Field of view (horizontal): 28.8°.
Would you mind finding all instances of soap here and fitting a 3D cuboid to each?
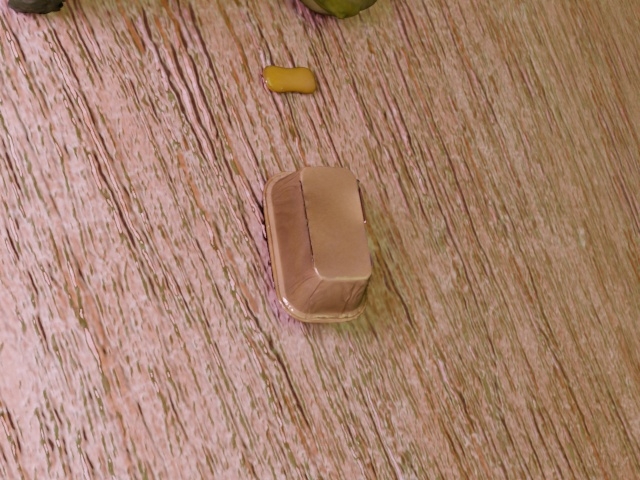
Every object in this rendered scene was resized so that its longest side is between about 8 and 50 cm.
[{"bbox_3d":[-0.035,-0.185,1.432,0.089,0.012,0.034,-5,78,-50],"label":"soap"}]

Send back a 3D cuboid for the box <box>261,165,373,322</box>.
[{"bbox_3d":[0.000,0.000,1.334,0.111,0.111,0.177,15,59,-46],"label":"box"}]

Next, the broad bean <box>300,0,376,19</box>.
[{"bbox_3d":[0.026,-0.335,1.513,0.124,0.082,0.174,58,41,-11],"label":"broad bean"}]

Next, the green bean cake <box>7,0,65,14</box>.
[{"bbox_3d":[-0.245,-0.333,1.069,0.255,0.241,0.132,47,43,-26],"label":"green bean cake"}]
